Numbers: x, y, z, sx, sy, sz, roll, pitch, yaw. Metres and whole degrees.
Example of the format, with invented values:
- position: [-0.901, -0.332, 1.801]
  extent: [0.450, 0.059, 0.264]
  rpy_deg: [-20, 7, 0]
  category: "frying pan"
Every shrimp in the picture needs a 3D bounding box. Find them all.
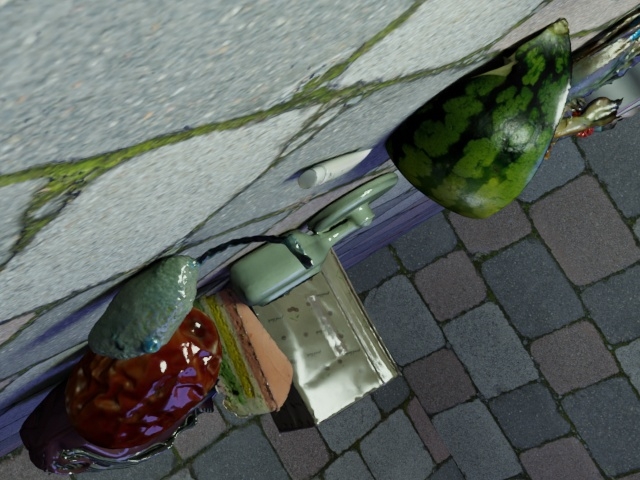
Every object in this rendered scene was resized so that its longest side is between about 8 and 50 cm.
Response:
- position: [0.395, -0.220, 1.238]
  extent: [0.222, 0.054, 0.290]
  rpy_deg: [5, 143, -46]
  category: "shrimp"

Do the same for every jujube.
- position: [-0.255, 0.195, 1.262]
  extent: [0.250, 0.174, 0.174]
  rpy_deg: [-44, 171, 21]
  category: "jujube"

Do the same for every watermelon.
- position: [0.146, -0.118, 0.970]
  extent: [0.128, 0.159, 0.303]
  rpy_deg: [11, 160, -15]
  category: "watermelon"

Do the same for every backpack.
- position: [-0.347, 0.296, 1.498]
  extent: [0.317, 0.197, 0.283]
  rpy_deg: [-25, 175, -44]
  category: "backpack"

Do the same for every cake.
- position: [-0.130, 0.168, 1.409]
  extent: [0.109, 0.225, 0.090]
  rpy_deg: [-11, -159, 33]
  category: "cake"

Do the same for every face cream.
- position: [0.016, -0.075, 0.905]
  extent: [0.038, 0.020, 0.115]
  rpy_deg: [-35, 175, 35]
  category: "face cream"

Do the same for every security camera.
- position: [0.000, 0.000, 1.317]
  extent: [0.302, 0.080, 0.157]
  rpy_deg: [-33, 175, 0]
  category: "security camera"

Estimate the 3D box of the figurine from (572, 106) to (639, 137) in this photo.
- position: [0.574, -0.294, 1.636]
  extent: [0.138, 0.110, 0.245]
  rpy_deg: [-23, 167, -47]
  category: "figurine"

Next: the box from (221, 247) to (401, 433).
- position: [-0.037, 0.174, 1.587]
  extent: [0.190, 0.297, 0.225]
  rpy_deg: [-25, 174, -24]
  category: "box"

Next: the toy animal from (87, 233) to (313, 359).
- position: [-0.132, 0.046, 0.902]
  extent: [0.253, 0.079, 0.070]
  rpy_deg: [-30, -163, 10]
  category: "toy animal"

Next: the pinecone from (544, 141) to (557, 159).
- position: [0.324, -0.171, 1.378]
  extent: [0.102, 0.102, 0.109]
  rpy_deg: [-31, 157, 8]
  category: "pinecone"

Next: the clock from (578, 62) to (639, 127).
- position: [0.556, -0.304, 1.385]
  extent: [0.339, 0.102, 0.338]
  rpy_deg: [-30, 175, -3]
  category: "clock"
